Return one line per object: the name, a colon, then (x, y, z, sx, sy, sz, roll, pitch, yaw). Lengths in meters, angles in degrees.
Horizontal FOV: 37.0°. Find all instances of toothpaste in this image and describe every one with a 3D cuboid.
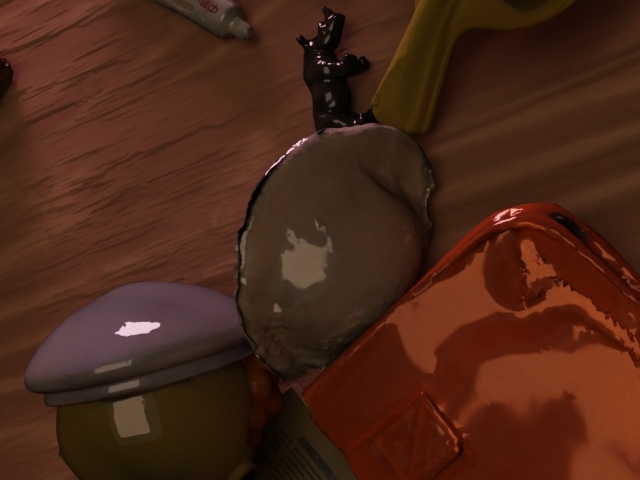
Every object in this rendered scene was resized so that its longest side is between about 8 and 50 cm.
toothpaste: (-0.156, -0.268, 1.013, 0.233, 0.038, 0.060, 36, 96, 25)

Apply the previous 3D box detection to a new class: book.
book: (-0.039, 0.264, 0.919, 0.192, 0.013, 0.168, -46, 70, 13)

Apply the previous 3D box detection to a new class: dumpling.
dumpling: (0.000, 0.000, 0.848, 0.142, 0.172, 0.247, 20, 77, 50)

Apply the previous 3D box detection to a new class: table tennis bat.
table tennis bat: (0.115, -0.231, 0.773, 0.224, 0.054, 0.369, 43, 139, 20)

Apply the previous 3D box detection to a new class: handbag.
handbag: (0.207, 0.196, 0.764, 0.303, 0.116, 0.410, -44, 70, 14)

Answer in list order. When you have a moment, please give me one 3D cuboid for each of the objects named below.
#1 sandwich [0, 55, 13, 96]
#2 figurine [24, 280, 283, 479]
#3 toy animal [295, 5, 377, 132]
sandwich: (-0.523, -0.193, 1.132, 0.273, 0.095, 0.249, 44, 102, 22)
figurine: (-0.154, 0.211, 0.825, 0.224, 0.205, 0.382, -9, 61, 16)
toy animal: (0.012, -0.162, 0.922, 0.065, 0.047, 0.136, -13, 85, 30)
